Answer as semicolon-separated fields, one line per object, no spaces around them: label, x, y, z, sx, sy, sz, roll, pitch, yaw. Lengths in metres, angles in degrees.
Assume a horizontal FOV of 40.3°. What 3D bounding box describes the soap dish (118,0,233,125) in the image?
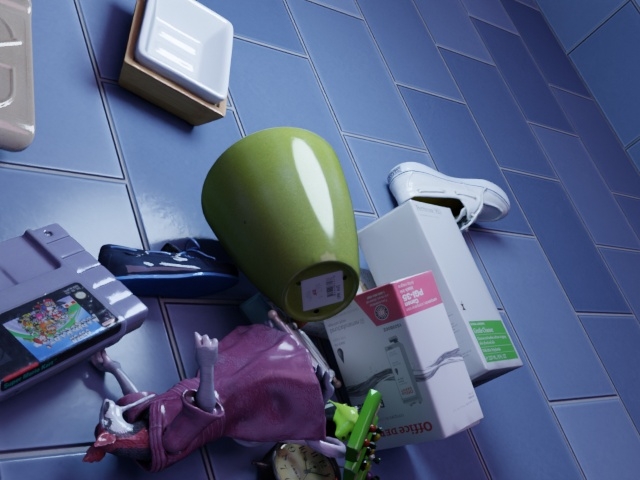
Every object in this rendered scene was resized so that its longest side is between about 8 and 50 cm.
soap dish;-0.300;-0.387;1.815;0.228;0.118;0.291;26;41;-27

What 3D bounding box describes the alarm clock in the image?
alarm clock;-0.020;0.380;1.428;0.192;0.064;0.129;-13;61;-43

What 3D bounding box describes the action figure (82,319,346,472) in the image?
action figure;-0.182;0.259;1.301;0.370;0.248;0.276;-23;100;-35

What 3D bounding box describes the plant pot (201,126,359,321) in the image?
plant pot;-0.044;-0.007;1.529;0.274;0.275;0.294;18;28;-34

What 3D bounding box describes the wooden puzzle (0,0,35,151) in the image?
wooden puzzle;-0.641;-0.318;1.445;0.322;0.080;0.348;15;52;-37

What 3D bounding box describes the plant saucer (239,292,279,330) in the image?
plant saucer;-0.076;0.185;1.601;0.192;0.018;0.067;51;36;5

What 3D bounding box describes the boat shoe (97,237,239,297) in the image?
boat shoe;-0.250;0.039;1.481;0.258;0.109;0.089;9;54;-44

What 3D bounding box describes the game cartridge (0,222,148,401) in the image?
game cartridge;-0.437;0.101;1.228;0.230;0.068;0.355;36;32;18

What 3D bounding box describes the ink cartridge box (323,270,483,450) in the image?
ink cartridge box;0.143;0.221;1.571;0.117;0.207;0.283;-13;82;-44

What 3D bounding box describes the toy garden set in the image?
toy garden set;0.058;0.387;1.372;0.049;0.244;0.204;17;50;13

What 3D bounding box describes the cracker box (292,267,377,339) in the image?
cracker box;0.045;0.123;1.739;0.232;0.067;0.156;17;46;-36

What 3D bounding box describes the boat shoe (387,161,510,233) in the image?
boat shoe;0.338;-0.077;2.169;0.367;0.136;0.157;16;46;-32

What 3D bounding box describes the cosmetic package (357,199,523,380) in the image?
cosmetic package;0.234;0.118;1.750;0.197;0.155;0.366;4;59;-57

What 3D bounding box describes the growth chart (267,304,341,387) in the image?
growth chart;-0.027;0.185;1.515;0.172;0.021;0.237;51;-1;11

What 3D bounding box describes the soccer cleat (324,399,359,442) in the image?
soccer cleat;-0.006;0.295;1.462;0.072;0.178;0.060;-36;116;-32
